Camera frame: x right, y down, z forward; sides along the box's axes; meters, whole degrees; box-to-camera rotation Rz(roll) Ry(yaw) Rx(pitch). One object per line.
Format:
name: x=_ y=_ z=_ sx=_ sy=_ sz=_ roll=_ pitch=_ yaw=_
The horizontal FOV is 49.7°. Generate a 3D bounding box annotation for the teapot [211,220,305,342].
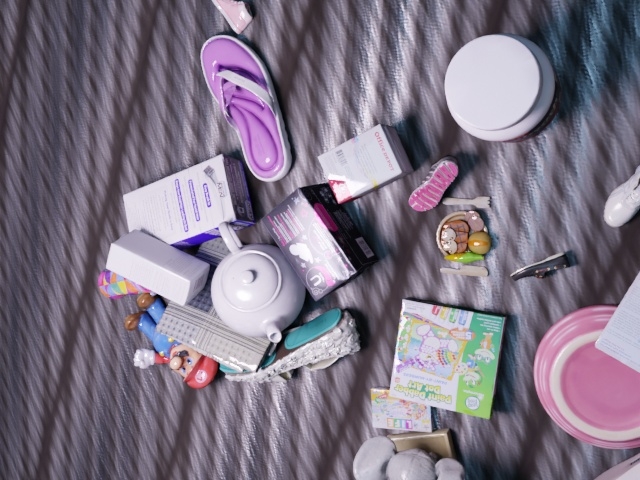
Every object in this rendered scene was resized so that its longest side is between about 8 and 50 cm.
teapot: x=-0.163 y=0.106 z=1.688 sx=0.256 sy=0.187 sz=0.252 roll=16 pitch=74 yaw=14

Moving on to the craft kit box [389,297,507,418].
craft kit box: x=0.305 y=0.280 z=1.668 sx=0.250 sy=0.061 sz=0.246 roll=8 pitch=95 yaw=21

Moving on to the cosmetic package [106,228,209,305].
cosmetic package: x=-0.416 y=0.067 z=1.775 sx=0.231 sy=0.117 sz=0.085 roll=24 pitch=116 yaw=10

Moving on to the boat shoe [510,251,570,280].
boat shoe: x=0.502 y=0.067 z=1.578 sx=0.133 sy=0.049 sz=0.041 roll=-22 pitch=80 yaw=18

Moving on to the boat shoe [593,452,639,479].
boat shoe: x=0.723 y=0.557 z=1.509 sx=0.340 sy=0.127 sz=0.158 roll=-43 pitch=74 yaw=21

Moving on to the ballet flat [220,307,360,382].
ballet flat: x=-0.075 y=0.305 z=1.804 sx=0.409 sy=0.147 sz=0.146 roll=-23 pitch=88 yaw=24

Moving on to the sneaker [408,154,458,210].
sneaker: x=0.273 y=-0.139 z=1.641 sx=0.063 sy=0.074 sz=0.170 roll=33 pitch=131 yaw=-3

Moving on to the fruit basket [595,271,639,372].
fruit basket: x=0.798 y=0.150 z=1.403 sx=0.327 sy=0.165 sz=0.352 roll=30 pitch=105 yaw=16

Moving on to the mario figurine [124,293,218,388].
mario figurine: x=-0.417 y=0.285 z=1.906 sx=0.321 sy=0.170 sz=0.198 roll=39 pitch=144 yaw=21

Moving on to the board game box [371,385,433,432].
board game box: x=0.207 y=0.428 z=1.755 sx=0.154 sy=0.026 sz=0.103 roll=-2 pitch=97 yaw=22

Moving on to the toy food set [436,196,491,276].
toy food set: x=0.339 y=-0.008 z=1.639 sx=0.133 sy=0.038 sz=0.191 roll=2 pitch=97 yaw=22

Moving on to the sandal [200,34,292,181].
sandal: x=-0.193 y=-0.350 z=1.775 sx=0.169 sy=0.102 sz=0.416 roll=-30 pitch=85 yaw=22

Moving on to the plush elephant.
plush elephant: x=0.209 y=0.596 z=1.623 sx=0.272 sy=0.330 sz=0.255 roll=22 pitch=86 yaw=25

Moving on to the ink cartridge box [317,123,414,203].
ink cartridge box: x=0.112 y=-0.184 z=1.660 sx=0.176 sy=0.127 sz=0.128 roll=-24 pitch=87 yaw=23

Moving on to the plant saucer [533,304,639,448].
plant saucer: x=0.644 y=0.311 z=1.535 sx=0.333 sy=0.084 sz=0.331 roll=3 pitch=98 yaw=22

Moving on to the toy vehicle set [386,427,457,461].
toy vehicle set: x=0.273 y=0.616 z=1.747 sx=0.166 sy=0.035 sz=0.266 roll=-12 pitch=92 yaw=23

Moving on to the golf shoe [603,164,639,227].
golf shoe: x=0.668 y=-0.102 z=1.471 sx=0.069 sy=0.086 sz=0.176 roll=35 pitch=110 yaw=12

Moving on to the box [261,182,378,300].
box: x=0.000 y=0.000 z=1.710 sx=0.142 sy=0.163 sz=0.247 roll=-37 pitch=82 yaw=25

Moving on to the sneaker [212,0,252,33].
sneaker: x=-0.225 y=-0.608 z=1.784 sx=0.070 sy=0.051 sz=0.134 roll=-37 pitch=86 yaw=20

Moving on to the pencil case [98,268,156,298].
pencil case: x=-0.529 y=0.110 z=1.936 sx=0.236 sy=0.105 sz=0.104 roll=-9 pitch=94 yaw=45

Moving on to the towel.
towel: x=-0.231 y=0.164 z=1.821 sx=0.325 sy=0.056 sz=0.312 roll=20 pitch=72 yaw=20

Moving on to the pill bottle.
pill bottle: x=0.374 y=-0.306 z=1.412 sx=0.210 sy=0.363 sz=0.210 roll=3 pitch=98 yaw=22

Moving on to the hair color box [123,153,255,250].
hair color box: x=-0.357 y=-0.084 z=1.857 sx=0.339 sy=0.110 sz=0.185 roll=-18 pitch=77 yaw=24
